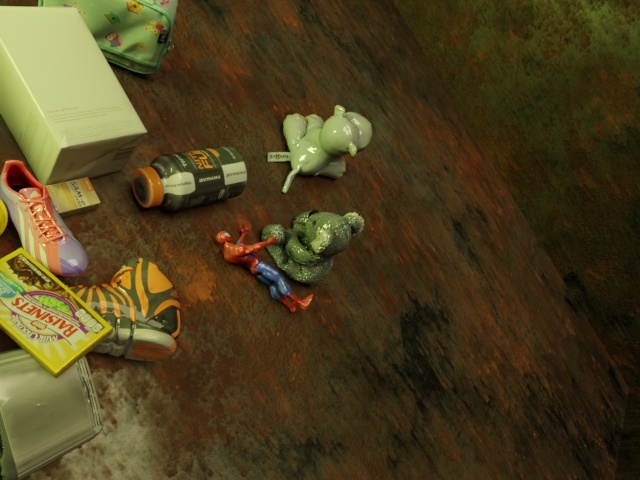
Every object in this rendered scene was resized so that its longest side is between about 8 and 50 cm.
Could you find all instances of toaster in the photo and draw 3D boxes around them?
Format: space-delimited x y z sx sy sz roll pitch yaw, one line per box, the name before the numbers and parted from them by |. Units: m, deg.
toaster | -0.446 0.264 0.711 0.147 0.129 0.226 -16 92 -47

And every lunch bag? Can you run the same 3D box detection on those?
lunch bag | -0.475 -0.506 1.024 0.280 0.224 0.107 15 56 -29

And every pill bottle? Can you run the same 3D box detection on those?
pill bottle | -0.303 -0.142 1.047 0.246 0.130 0.130 -22 84 -45

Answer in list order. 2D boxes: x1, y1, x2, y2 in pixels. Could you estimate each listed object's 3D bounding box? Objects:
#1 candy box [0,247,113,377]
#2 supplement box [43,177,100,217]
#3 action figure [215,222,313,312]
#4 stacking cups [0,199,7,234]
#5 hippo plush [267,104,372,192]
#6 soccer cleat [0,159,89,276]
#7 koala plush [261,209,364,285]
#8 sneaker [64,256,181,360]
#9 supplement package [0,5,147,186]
candy box | -0.440 0.108 0.703 0.206 0.027 0.105 39 48 4
supplement box | -0.507 -0.084 0.906 0.098 0.036 0.062 -26 88 -45
action figure | -0.132 0.047 1.130 0.280 0.092 0.139 40 55 -20
stacking cups | -0.595 -0.029 0.633 0.096 0.096 0.316 56 3 -4
hippo plush | 0.012 -0.314 1.332 0.294 0.237 0.234 -20 83 -45
soccer cleat | -0.497 -0.038 0.800 0.248 0.095 0.083 45 41 18
koala plush | 0.000 0.000 1.173 0.196 0.221 0.203 -24 86 -45
sneaker | -0.420 0.110 0.843 0.321 0.124 0.179 22 43 -28
supplement package | -0.518 -0.283 0.899 0.175 0.178 0.292 -30 90 -45
